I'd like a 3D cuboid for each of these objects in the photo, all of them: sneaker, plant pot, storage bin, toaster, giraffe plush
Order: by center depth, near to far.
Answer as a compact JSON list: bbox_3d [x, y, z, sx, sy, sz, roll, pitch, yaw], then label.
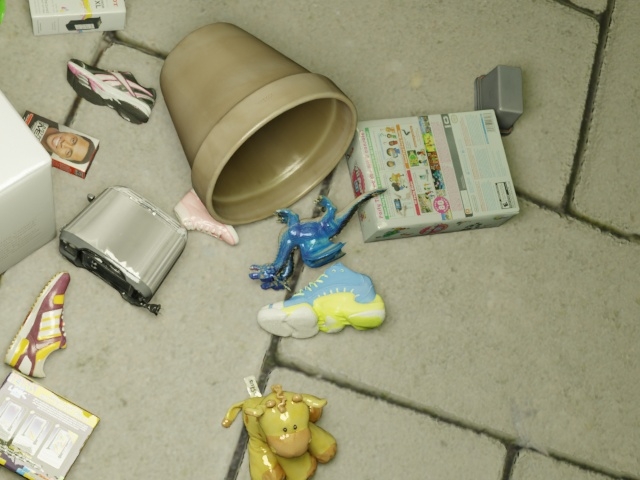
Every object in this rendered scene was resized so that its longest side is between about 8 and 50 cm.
[{"bbox_3d":[-0.060,0.313,1.532,0.181,0.170,0.210,-36,85,-21],"label":"giraffe plush"},{"bbox_3d":[-0.463,0.144,1.536,0.084,0.069,0.185,30,74,-14],"label":"sneaker"},{"bbox_3d":[-0.334,0.010,1.573,0.227,0.129,0.146,34,66,-2],"label":"toaster"},{"bbox_3d":[-0.142,-0.234,1.624,0.323,0.323,0.280,-31,68,-21],"label":"plant pot"},{"bbox_3d":[-0.216,-0.028,1.658,0.070,0.051,0.134,-42,84,-20],"label":"sneaker"},{"bbox_3d":[-0.003,0.109,1.667,0.240,0.091,0.126,1,55,-14],"label":"sneaker"},{"bbox_3d":[-0.391,-0.291,1.688,0.178,0.072,0.077,32,56,-12],"label":"sneaker"},{"bbox_3d":[0.385,-0.298,1.877,0.098,0.091,0.135,6,73,-13],"label":"storage bin"}]

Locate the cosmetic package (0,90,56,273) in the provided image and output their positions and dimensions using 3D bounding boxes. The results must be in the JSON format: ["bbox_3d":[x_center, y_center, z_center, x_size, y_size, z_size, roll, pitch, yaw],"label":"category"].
[{"bbox_3d":[-0.637,-0.094,1.380,0.327,0.393,0.329,-37,86,-21],"label":"cosmetic package"}]

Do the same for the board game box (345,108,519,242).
[{"bbox_3d":[0.217,-0.129,1.779,0.304,0.097,0.223,-6,75,-18],"label":"board game box"}]

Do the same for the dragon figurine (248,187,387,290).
[{"bbox_3d":[0.000,0.000,1.667,0.289,0.085,0.144,-16,75,-3],"label":"dragon figurine"}]

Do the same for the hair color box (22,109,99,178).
[{"bbox_3d":[-0.482,-0.174,1.633,0.141,0.043,0.072,22,69,-9],"label":"hair color box"}]

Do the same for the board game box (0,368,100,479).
[{"bbox_3d":[-0.475,0.317,1.486,0.170,0.048,0.141,31,67,-4],"label":"board game box"}]

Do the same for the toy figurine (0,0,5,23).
[{"bbox_3d":[-0.685,-0.410,1.624,0.159,0.130,0.173,18,48,1],"label":"toy figurine"}]

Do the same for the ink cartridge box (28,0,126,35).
[{"bbox_3d":[-0.467,-0.468,1.709,0.175,0.072,0.127,-9,76,-17],"label":"ink cartridge box"}]
